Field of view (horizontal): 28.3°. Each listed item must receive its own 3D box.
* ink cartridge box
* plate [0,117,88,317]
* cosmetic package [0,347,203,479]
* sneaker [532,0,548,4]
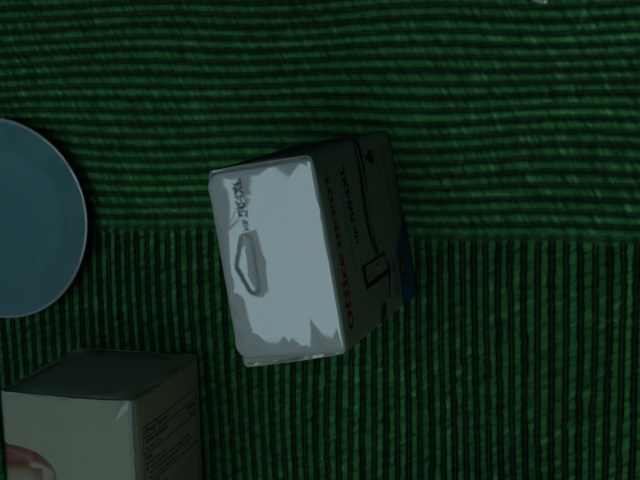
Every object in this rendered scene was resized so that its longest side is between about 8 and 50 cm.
[{"bbox_3d":[0.000,0.000,0.987,0.086,0.203,0.148,-8,98,19],"label":"ink cartridge box"},{"bbox_3d":[-0.295,-0.021,1.176,0.188,0.024,0.188,3,100,17],"label":"plate"},{"bbox_3d":[-0.186,0.257,1.125,0.129,0.153,0.296,2,99,17],"label":"cosmetic package"},{"bbox_3d":[0.209,-0.236,0.960,0.152,0.053,0.061,-31,99,27],"label":"sneaker"}]
